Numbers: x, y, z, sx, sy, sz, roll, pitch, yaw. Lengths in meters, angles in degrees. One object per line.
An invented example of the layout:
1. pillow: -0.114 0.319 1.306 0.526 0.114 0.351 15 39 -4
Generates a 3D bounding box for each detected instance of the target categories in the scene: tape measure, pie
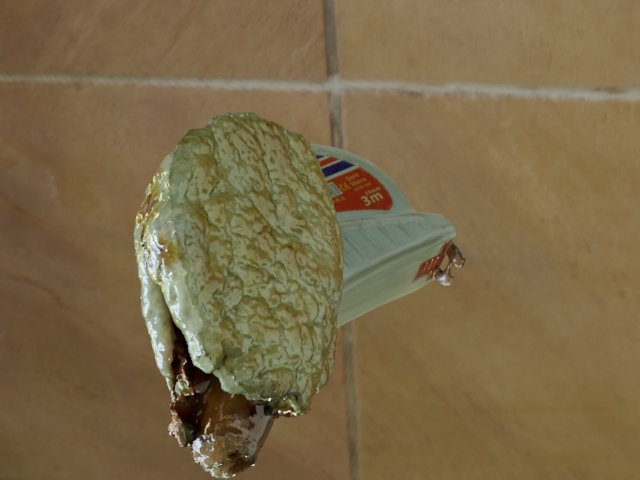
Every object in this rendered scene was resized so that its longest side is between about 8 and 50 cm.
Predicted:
1. tape measure: 0.001 0.001 1.457 0.246 0.243 0.125 46 138 26
2. pie: -0.052 0.025 0.989 0.105 0.274 0.257 -8 103 26
